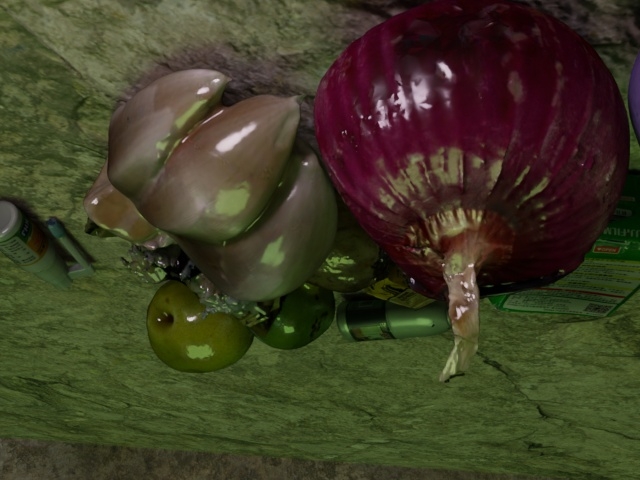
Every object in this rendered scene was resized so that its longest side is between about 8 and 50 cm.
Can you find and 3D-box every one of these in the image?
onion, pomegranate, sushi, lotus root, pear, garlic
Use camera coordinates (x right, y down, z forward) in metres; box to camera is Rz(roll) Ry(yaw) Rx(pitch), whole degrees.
[{"bbox_3d":[0.130,-0.090,0.653,0.256,0.272,0.230,-29,140,-6],"label":"onion"},{"bbox_3d":[-0.032,0.095,1.148,0.169,0.143,0.122,-26,111,31],"label":"pomegranate"},{"bbox_3d":[-0.184,0.026,1.035,0.291,0.131,0.139,31,142,-26],"label":"sushi"},{"bbox_3d":[0.000,0.000,0.968,0.214,0.138,0.138,5,155,15],"label":"lotus root"},{"bbox_3d":[-0.182,0.136,1.262,0.180,0.166,0.216,-27,164,28],"label":"pear"},{"bbox_3d":[-0.113,-0.044,0.832,0.325,0.132,0.279,-9,135,49],"label":"garlic"}]

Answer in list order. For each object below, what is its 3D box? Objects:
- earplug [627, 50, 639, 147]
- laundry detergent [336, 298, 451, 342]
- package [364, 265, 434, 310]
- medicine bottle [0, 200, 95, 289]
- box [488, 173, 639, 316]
[{"bbox_3d":[0.417,-0.056,0.704,0.215,0.215,0.456,-12,145,32],"label":"earplug"},{"bbox_3d":[0.146,0.127,1.265,0.226,0.070,0.099,-8,148,23],"label":"laundry detergent"},{"bbox_3d":[0.113,0.065,1.167,0.131,0.047,0.071,17,154,-19],"label":"package"},{"bbox_3d":[-0.419,0.011,1.148,0.092,0.061,0.220,-16,153,-1],"label":"medicine bottle"},{"bbox_3d":[0.316,0.011,0.959,0.180,0.102,0.250,5,156,1],"label":"box"}]
